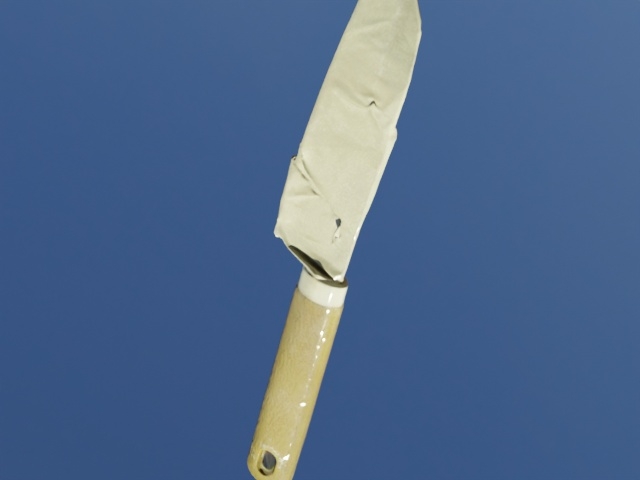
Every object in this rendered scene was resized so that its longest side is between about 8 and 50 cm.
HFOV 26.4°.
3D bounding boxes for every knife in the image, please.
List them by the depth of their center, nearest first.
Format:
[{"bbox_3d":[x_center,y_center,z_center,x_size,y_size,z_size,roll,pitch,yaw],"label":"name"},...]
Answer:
[{"bbox_3d":[-0.002,0.001,0.623,0.047,0.298,0.017,33,-142,23],"label":"knife"}]
